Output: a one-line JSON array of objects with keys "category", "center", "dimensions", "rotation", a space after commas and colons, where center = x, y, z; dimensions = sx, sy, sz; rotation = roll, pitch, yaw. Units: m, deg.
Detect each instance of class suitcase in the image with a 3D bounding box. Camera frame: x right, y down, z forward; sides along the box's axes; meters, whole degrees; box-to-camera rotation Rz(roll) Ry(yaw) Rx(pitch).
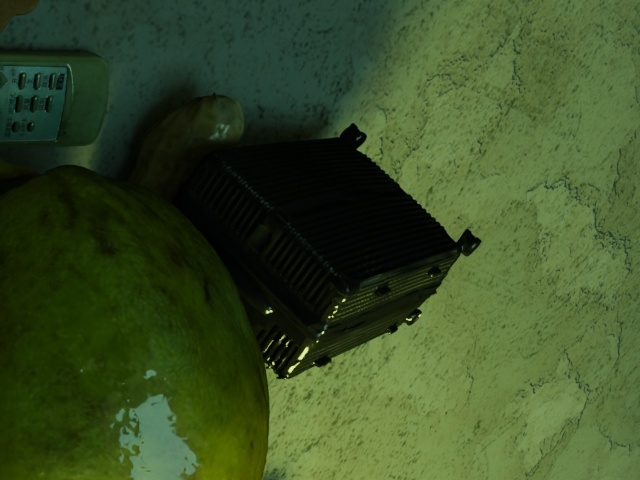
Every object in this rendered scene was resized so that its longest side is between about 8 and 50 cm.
[{"category": "suitcase", "center": [0.000, 0.000, 1.331], "dimensions": [0.152, 0.229, 0.335], "rotation": [-54, 162, 23]}]

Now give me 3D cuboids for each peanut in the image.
[{"category": "peanut", "center": [-0.161, -0.071, 1.308], "dimensions": [0.099, 0.099, 0.214], "rotation": [21, 101, -49]}]

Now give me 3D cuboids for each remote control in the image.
[{"category": "remote control", "center": [-0.311, -0.137, 1.162], "dimensions": [0.234, 0.038, 0.098], "rotation": [-6, 116, -43]}]

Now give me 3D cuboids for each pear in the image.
[{"category": "pear", "center": [-0.210, 0.135, 1.088], "dimensions": [0.352, 0.352, 0.413], "rotation": [-26, 108, -34]}]

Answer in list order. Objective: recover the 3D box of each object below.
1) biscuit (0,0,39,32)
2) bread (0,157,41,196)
[{"category": "biscuit", "center": [-0.319, -0.233, 1.101], "dimensions": [0.140, 0.023, 0.118], "rotation": [-8, 109, -45]}, {"category": "bread", "center": [-0.382, -0.025, 1.088], "dimensions": [0.233, 0.088, 0.160], "rotation": [-15, 152, -54]}]
